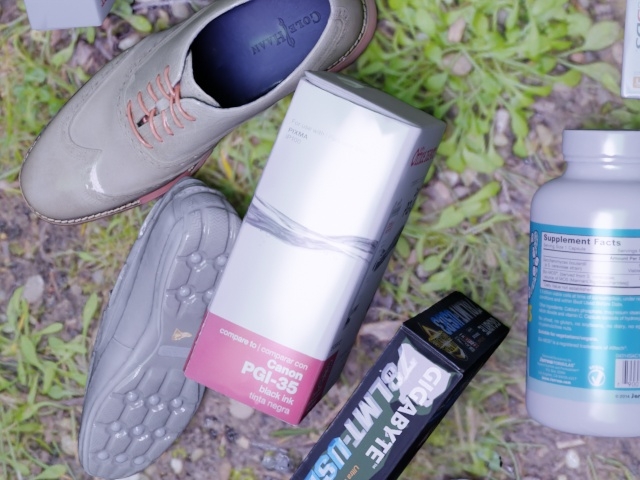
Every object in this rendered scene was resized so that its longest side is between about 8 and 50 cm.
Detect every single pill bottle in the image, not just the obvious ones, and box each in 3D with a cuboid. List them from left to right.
[{"bbox_3d":[0.258,0.033,1.311,0.146,0.146,0.264,2,95,12],"label":"pill bottle"}]

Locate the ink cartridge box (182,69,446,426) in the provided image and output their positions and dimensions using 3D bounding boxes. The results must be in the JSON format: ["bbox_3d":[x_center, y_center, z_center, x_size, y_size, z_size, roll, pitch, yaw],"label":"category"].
[{"bbox_3d":[0.000,0.000,1.331,0.117,0.207,0.283,24,100,8],"label":"ink cartridge box"}]

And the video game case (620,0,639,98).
[{"bbox_3d":[0.371,-0.211,1.327,0.190,0.022,0.173,3,96,12],"label":"video game case"}]

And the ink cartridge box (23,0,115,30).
[{"bbox_3d":[-0.236,-0.300,1.363,0.072,0.127,0.175,-2,126,12],"label":"ink cartridge box"}]

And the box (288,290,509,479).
[{"bbox_3d":[0.038,0.189,1.297,0.073,0.295,0.293,36,101,9],"label":"box"}]

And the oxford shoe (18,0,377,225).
[{"bbox_3d":[-0.137,-0.140,1.378,0.397,0.146,0.140,-34,90,14],"label":"oxford shoe"}]

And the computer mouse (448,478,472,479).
[{"bbox_3d":[0.083,0.301,1.405,0.193,0.106,0.042,-43,41,10],"label":"computer mouse"}]

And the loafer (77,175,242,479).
[{"bbox_3d":[-0.160,0.089,1.436,0.112,0.111,0.319,14,113,-30],"label":"loafer"}]
